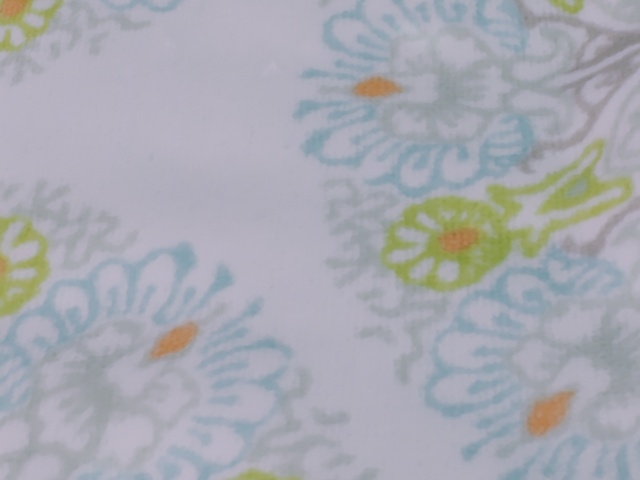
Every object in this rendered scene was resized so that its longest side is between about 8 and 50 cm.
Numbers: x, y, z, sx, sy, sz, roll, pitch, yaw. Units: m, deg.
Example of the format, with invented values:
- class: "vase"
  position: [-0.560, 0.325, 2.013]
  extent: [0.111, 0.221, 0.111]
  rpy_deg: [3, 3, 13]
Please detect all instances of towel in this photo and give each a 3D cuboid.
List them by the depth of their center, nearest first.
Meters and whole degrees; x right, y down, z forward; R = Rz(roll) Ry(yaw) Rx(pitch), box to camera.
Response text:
- class: "towel"
  position: [0.000, 0.000, 0.472]
  extent: [0.374, 0.090, 0.320]
  rpy_deg: [-3, 49, 10]
